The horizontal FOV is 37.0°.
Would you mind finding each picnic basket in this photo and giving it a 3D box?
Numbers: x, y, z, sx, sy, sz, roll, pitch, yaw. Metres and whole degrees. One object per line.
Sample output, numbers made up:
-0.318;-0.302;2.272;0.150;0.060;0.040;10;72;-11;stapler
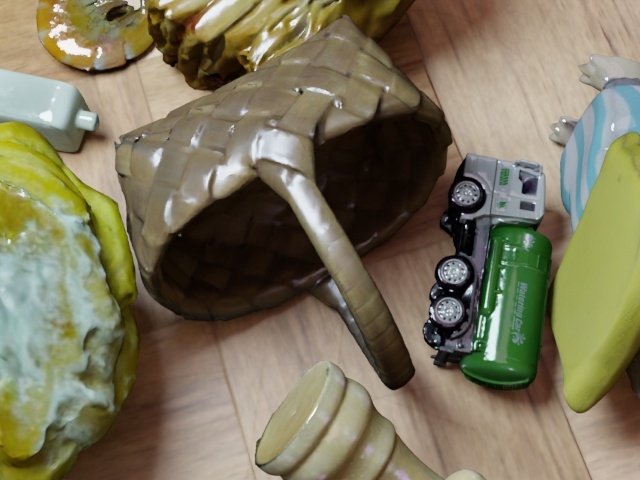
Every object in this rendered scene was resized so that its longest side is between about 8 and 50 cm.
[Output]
0.000;0.000;0.925;0.337;0.293;0.337;-4;64;9;picnic basket

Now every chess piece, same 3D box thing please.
0.129;0.267;0.889;0.397;0.117;0.117;36;73;-10;chess piece

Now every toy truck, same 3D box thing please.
0.182;0.034;1.016;0.125;0.101;0.242;9;71;5;toy truck

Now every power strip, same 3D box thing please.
-0.442;-0.170;1.106;0.385;0.091;0.062;12;72;5;power strip

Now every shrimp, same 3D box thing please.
-0.265;-0.319;1.178;0.150;0.068;0.248;8;74;-10;shrimp

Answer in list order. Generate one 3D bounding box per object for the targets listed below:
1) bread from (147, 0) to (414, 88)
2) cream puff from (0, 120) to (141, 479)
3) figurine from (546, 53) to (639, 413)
-0.020;-0.256;1.061;0.324;0.277;0.167;-26;94;-8;bread
-0.348;0.063;0.925;0.378;0.275;0.378;0;90;-3;cream puff
0.439;0.014;0.974;0.378;0.266;0.361;10;54;-7;figurine
